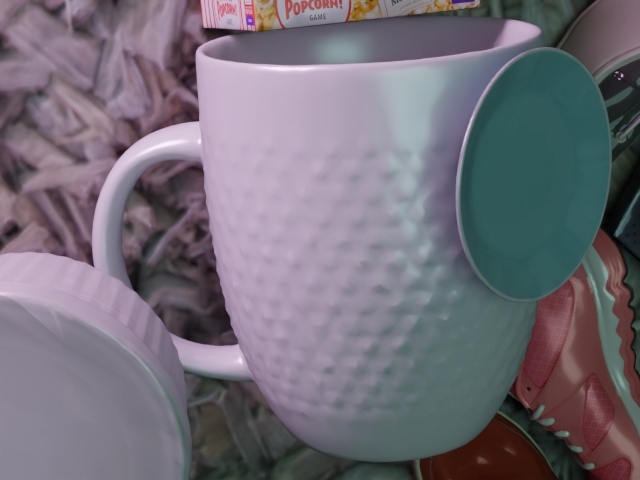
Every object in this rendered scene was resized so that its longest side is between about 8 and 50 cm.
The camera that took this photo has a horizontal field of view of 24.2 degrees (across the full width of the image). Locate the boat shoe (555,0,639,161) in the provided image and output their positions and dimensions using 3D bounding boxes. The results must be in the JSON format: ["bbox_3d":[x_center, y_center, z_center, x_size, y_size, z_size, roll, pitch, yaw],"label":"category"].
[{"bbox_3d":[0.260,-0.134,1.377,0.335,0.112,0.095,-42,128,-5],"label":"boat shoe"}]

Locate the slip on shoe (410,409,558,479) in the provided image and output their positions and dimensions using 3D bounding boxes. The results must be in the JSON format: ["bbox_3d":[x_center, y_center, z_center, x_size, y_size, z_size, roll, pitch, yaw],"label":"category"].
[{"bbox_3d":[0.200,0.280,1.415,0.123,0.101,0.331,-37,108,-10],"label":"slip on shoe"}]

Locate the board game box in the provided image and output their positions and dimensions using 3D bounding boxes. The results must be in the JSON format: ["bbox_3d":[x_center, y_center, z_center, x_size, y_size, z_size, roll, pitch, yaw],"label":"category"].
[{"bbox_3d":[0.013,-0.205,1.238,0.193,0.147,0.045,-10,102,-20],"label":"board game box"}]

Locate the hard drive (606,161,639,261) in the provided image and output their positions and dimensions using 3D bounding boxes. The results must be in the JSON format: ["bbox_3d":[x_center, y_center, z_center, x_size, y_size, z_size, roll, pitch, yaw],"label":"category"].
[{"bbox_3d":[0.396,-0.065,1.460,0.172,0.054,0.254,38,84,-22],"label":"hard drive"}]

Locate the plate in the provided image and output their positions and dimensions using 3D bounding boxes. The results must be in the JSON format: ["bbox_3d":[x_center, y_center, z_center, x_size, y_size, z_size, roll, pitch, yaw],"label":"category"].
[{"bbox_3d":[0.153,-0.048,1.095,0.188,0.024,0.188,-13,108,-45],"label":"plate"}]

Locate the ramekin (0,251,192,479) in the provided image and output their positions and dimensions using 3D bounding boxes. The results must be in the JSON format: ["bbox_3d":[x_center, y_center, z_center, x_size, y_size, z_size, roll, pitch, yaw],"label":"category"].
[{"bbox_3d":[-0.228,0.133,1.163,0.273,0.127,0.272,2,114,4],"label":"ramekin"}]

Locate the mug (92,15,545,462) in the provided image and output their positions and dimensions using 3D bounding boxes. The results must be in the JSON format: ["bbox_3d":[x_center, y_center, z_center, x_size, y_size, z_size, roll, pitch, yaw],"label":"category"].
[{"bbox_3d":[0.000,0.000,1.219,0.374,0.276,0.328,-3,105,3],"label":"mug"}]

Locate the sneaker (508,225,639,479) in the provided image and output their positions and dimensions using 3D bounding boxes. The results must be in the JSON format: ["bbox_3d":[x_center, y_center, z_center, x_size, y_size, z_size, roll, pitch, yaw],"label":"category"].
[{"bbox_3d":[0.233,0.142,1.416,0.136,0.116,0.313,-15,97,-8],"label":"sneaker"}]
